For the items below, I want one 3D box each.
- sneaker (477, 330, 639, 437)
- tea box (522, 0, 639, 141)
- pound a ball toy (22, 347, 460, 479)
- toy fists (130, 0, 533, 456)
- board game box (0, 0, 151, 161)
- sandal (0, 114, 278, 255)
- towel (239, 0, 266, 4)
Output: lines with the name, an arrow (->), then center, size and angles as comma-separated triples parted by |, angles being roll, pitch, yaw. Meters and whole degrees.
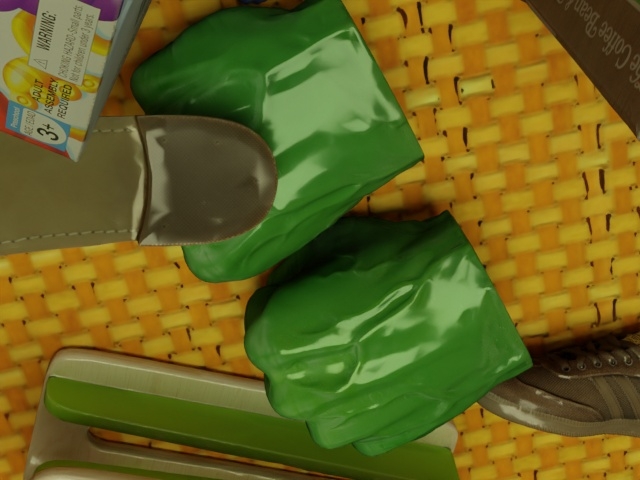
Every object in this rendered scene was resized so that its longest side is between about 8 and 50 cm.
sneaker -> 0.184, 0.085, 0.729 | 0.188, 0.066, 0.071 | 10, 100, -17
tea box -> 0.317, -0.167, 0.507 | 0.329, 0.220, 0.324 | 18, 114, -15
pound a ball toy -> -0.065, 0.188, 0.663 | 0.319, 0.208, 0.136 | 11, 117, -13
toy fists -> 0.000, 0.000, 0.636 | 0.142, 0.096, 0.279 | -29, 117, 2
board game box -> -0.189, -0.170, 0.444 | 0.275, 0.144, 0.142 | 21, 148, -9
sandal -> -0.145, -0.037, 0.541 | 0.240, 0.079, 0.088 | 4, 97, -16
towel -> -0.105, -0.243, 0.464 | 0.336, 0.040, 0.243 | 29, 146, -20
